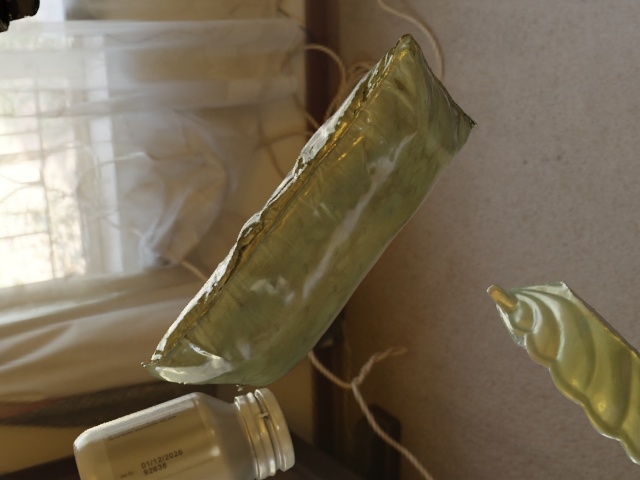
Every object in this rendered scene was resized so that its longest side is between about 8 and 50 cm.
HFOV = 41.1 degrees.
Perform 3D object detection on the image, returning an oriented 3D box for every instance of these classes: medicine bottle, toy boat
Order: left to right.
[{"bbox_3d":[-0.142,0.237,0.916,0.135,0.215,0.135,163,90,-73],"label":"medicine bottle"},{"bbox_3d":[0.329,0.147,1.048,0.100,0.199,0.290,-47,55,10],"label":"toy boat"}]

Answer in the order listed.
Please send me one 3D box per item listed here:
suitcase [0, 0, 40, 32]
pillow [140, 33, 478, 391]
[{"bbox_3d":[-0.350,-0.352,0.627,0.283,0.194,0.434,-113,11,-57],"label":"suitcase"},{"bbox_3d":[0.000,0.000,0.650,0.075,0.185,0.302,42,97,24],"label":"pillow"}]
